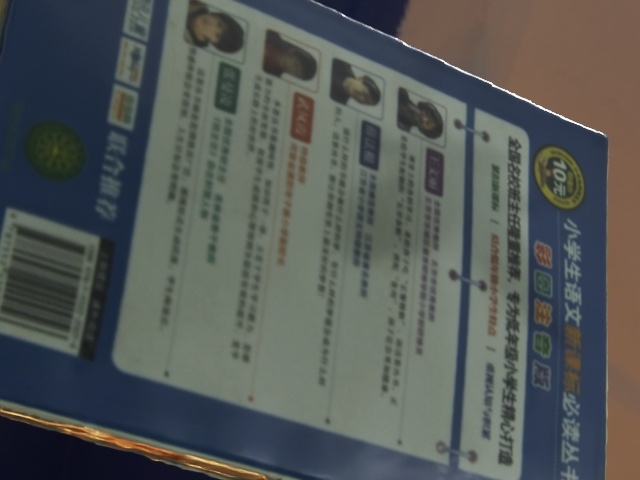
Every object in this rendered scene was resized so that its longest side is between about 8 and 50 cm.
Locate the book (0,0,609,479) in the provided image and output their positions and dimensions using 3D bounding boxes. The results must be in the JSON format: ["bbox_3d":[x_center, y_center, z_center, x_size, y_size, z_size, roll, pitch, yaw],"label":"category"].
[{"bbox_3d":[0.000,0.000,0.834,0.039,0.427,0.300,-29,-133,51],"label":"book"}]
